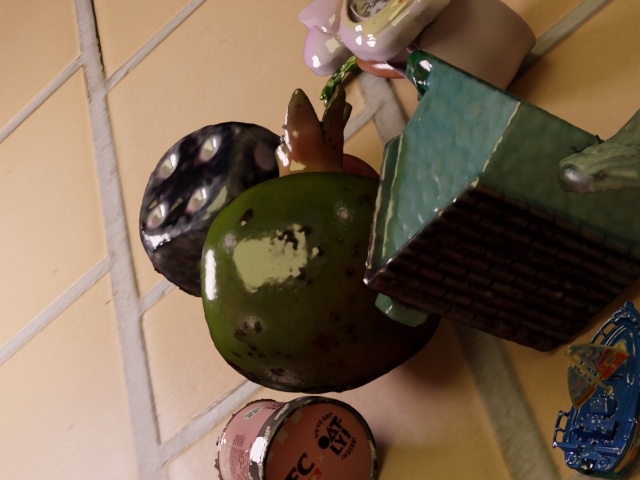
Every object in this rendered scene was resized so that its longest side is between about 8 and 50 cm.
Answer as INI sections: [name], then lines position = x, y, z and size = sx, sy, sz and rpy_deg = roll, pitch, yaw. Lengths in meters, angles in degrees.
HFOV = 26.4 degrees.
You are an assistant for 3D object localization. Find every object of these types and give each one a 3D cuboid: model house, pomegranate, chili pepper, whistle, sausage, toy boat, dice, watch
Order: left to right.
[dice]
position = -0.116, -0.036, 1.784
size = 0.182, 0.181, 0.183
rpy_deg = -17, 50, 37
[pomegranate]
position = -0.019, 0.014, 1.493
size = 0.291, 0.323, 0.291
rpy_deg = -27, -1, 0
[chili pepper]
position = 0.027, -0.228, 1.904
size = 0.091, 0.030, 0.034
rpy_deg = -50, 60, 9
[sausage]
position = 0.109, -0.238, 1.814
size = 0.177, 0.040, 0.047
rpy_deg = 9, 70, 52
[watch]
position = 0.124, -0.246, 1.656
size = 0.211, 0.217, 0.248
rpy_deg = -58, 32, -6
[model house]
position = 0.182, -0.015, 1.382
size = 0.248, 0.280, 0.230
rpy_deg = -63, 31, 9
[toy boat]
position = 0.266, 0.130, 1.295
size = 0.091, 0.110, 0.175
rpy_deg = -1, 59, 47
[whistle]
position = 0.376, -0.097, 1.247
size = 0.348, 0.189, 0.189
rpy_deg = -24, 35, -13

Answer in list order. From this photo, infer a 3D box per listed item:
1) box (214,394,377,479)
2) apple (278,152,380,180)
[box]
position = -0.034, 0.243, 1.512
size = 0.135, 0.151, 0.151
rpy_deg = 0, 62, 57
[apple]
position = 0.011, -0.038, 1.676
size = 0.153, 0.153, 0.120
rpy_deg = -43, 8, 14
